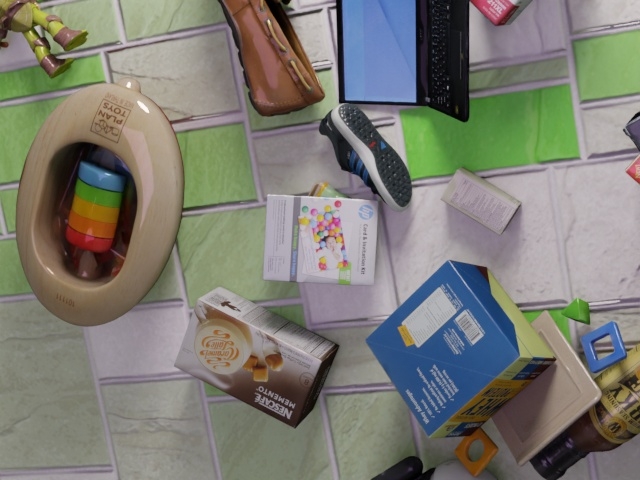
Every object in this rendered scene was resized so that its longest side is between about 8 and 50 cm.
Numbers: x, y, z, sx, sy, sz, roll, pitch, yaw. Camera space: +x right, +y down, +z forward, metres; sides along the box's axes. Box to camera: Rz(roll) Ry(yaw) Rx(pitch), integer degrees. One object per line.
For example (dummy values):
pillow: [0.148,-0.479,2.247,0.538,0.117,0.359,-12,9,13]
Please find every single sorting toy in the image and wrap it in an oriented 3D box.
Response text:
sorting toy: [0.346,0.238,1.775,0.347,0.047,0.196,-46,43,22]

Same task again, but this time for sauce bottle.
sauce bottle: [0.472,0.256,1.743,0.111,0.111,0.344,46,113,5]

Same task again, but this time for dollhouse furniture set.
dollhouse furniture set: [-0.012,-0.021,1.881,0.076,0.058,0.151,31,110,10]

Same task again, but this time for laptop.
laptop: [0.123,-0.312,1.711,0.137,0.264,0.234,-6,107,-13]

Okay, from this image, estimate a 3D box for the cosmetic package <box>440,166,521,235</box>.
cosmetic package: [0.258,-0.064,1.786,0.115,0.041,0.060,34,111,10]

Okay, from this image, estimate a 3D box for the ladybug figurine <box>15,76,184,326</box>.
ladybug figurine: [-0.369,-0.069,1.941,0.305,0.162,0.449,25,109,13]

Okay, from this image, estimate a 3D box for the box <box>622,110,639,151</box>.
box: [0.661,-0.128,1.555,0.343,0.179,0.312,-32,89,23]

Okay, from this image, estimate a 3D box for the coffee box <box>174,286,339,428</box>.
coffee box: [-0.112,0.202,1.943,0.246,0.098,0.141,26,109,13]

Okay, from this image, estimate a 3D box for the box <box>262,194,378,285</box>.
box: [0.000,0.000,1.850,0.186,0.038,0.145,4,91,-1]

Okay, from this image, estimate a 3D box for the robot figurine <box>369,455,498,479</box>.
robot figurine: [0.189,0.482,1.863,0.278,0.209,0.173,-39,43,23]

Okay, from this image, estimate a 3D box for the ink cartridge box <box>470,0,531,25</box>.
ink cartridge box: [0.306,-0.407,1.647,0.072,0.127,0.175,46,112,6]

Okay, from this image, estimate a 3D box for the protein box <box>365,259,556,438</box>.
protein box: [0.220,0.174,1.764,0.201,0.136,0.200,-46,60,22]

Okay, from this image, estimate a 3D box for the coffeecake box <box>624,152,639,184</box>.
coffeecake box: [0.527,-0.088,1.479,0.185,0.068,0.142,42,113,8]

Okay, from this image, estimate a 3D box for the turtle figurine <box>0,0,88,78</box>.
turtle figurine: [-0.514,-0.408,1.959,0.217,0.087,0.269,43,112,6]

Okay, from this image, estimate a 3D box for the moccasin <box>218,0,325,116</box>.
moccasin: [-0.090,-0.393,1.787,0.147,0.139,0.380,-16,93,16]

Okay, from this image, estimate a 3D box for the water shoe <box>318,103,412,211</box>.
water shoe: [0.077,-0.132,1.833,0.080,0.073,0.203,-30,93,51]
